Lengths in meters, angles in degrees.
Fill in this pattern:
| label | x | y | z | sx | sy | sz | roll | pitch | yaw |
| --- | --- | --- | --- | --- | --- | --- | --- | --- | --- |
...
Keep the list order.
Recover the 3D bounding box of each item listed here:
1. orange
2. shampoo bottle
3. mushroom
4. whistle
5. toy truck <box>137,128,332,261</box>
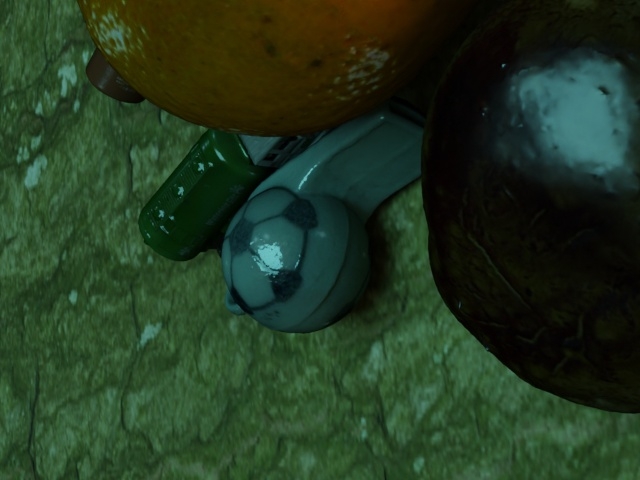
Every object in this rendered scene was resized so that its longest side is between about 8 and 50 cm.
| label | x | y | z | sx | sy | sz | roll | pitch | yaw |
| --- | --- | --- | --- | --- | --- | --- | --- | --- | --- |
| orange | -0.021 | -0.291 | 1.036 | 0.424 | 0.326 | 0.423 | -22 | 58 | 39 |
| shampoo bottle | -0.189 | -0.276 | 1.370 | 0.085 | 0.085 | 0.244 | 49 | 118 | 31 |
| mushroom | 0.223 | -0.022 | 0.898 | 0.345 | 0.345 | 0.239 | 10 | 54 | 42 |
| whistle | 0.000 | 0.000 | 1.151 | 0.290 | 0.164 | 0.163 | -35 | 67 | 36 |
| toy truck | -0.090 | -0.073 | 1.251 | 0.242 | 0.125 | 0.101 | -45 | 61 | 32 |
